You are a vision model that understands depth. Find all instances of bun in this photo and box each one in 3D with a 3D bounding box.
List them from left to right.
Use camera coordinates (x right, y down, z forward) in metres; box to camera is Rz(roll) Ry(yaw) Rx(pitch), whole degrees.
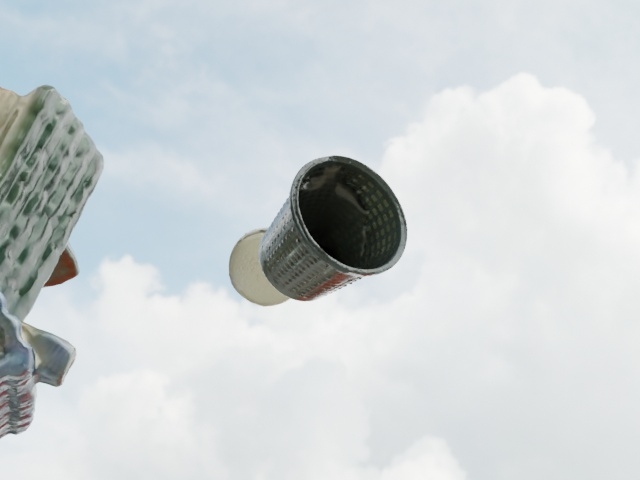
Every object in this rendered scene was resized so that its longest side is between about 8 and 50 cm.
[{"bbox_3d":[-0.090,0.045,1.692,0.138,0.094,0.138,0,-88,7],"label":"bun"}]

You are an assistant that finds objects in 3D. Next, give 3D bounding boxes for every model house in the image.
[{"bbox_3d":[-0.452,0.047,1.111,0.400,0.445,0.395,19,-28,-5],"label":"model house"}]

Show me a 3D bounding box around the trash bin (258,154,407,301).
[{"bbox_3d":[0.000,0.000,1.288,0.175,0.175,0.161,36,-42,-12],"label":"trash bin"}]
